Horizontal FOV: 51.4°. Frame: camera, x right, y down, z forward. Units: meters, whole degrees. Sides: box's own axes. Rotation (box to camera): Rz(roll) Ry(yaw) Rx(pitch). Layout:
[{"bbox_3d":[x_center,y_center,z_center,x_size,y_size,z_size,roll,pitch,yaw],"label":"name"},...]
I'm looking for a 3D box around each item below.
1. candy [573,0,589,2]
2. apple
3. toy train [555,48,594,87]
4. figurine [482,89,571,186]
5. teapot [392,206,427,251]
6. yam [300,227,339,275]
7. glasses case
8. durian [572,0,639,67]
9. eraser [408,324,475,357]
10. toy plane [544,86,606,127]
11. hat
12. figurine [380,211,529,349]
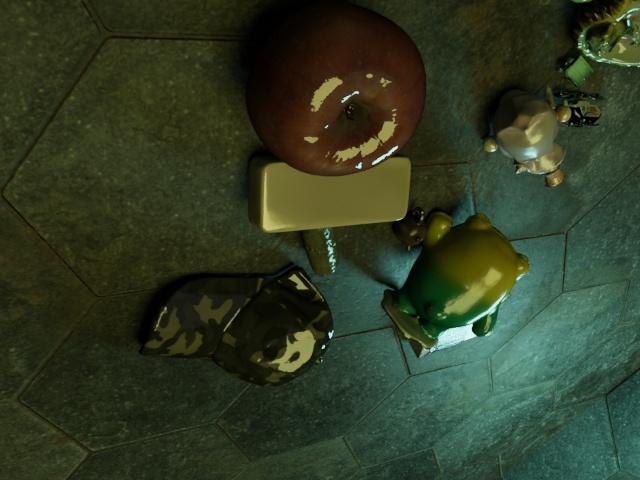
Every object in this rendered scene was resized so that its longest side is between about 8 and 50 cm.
[{"bbox_3d":[0.434,-0.561,1.174,0.335,0.093,0.092,43,59,-41],"label":"candy"},{"bbox_3d":[0.024,-0.252,1.095,0.306,0.235,0.305,-16,135,-16],"label":"apple"},{"bbox_3d":[0.557,-0.375,1.456,0.093,0.038,0.056,22,115,-44],"label":"toy train"},{"bbox_3d":[0.468,-0.223,1.482,0.200,0.133,0.276,-22,144,22],"label":"figurine"},{"bbox_3d":[0.220,-0.027,1.579,0.076,0.068,0.121,-4,133,-29],"label":"teapot"},{"bbox_3d":[0.000,0.000,1.466,0.078,0.078,0.179,-24,140,-9],"label":"yam"},{"bbox_3d":[0.022,-0.102,1.336,0.337,0.076,0.143,-5,109,-28],"label":"glasses case"},{"bbox_3d":[0.611,-0.425,1.332,0.172,0.166,0.306,-41,152,16],"label":"durian"},{"bbox_3d":[0.376,0.264,1.982,0.210,0.068,0.124,-16,137,-20],"label":"eraser"},{"bbox_3d":[0.583,-0.304,1.533,0.197,0.053,0.078,1,95,-28],"label":"toy plane"},{"bbox_3d":[-0.187,0.234,1.504,0.382,0.257,0.366,-14,139,-49],"label":"hat"},{"bbox_3d":[0.336,0.099,1.655,0.340,0.324,0.231,-47,-177,24],"label":"figurine"}]
